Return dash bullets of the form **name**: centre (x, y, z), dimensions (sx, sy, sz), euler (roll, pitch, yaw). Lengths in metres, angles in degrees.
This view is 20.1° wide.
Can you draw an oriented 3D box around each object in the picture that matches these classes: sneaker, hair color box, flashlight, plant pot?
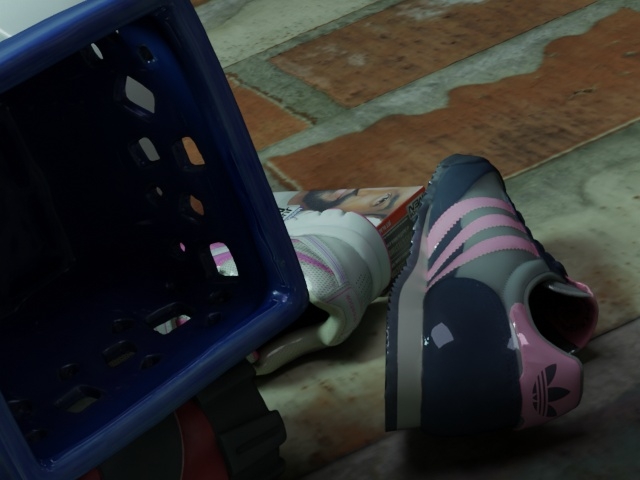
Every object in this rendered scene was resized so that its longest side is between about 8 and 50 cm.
- **sneaker**: centre (0.123, 0.037, 1.214), dimensions (0.131, 0.112, 0.319), euler (3, 29, 10)
- **hair color box**: centre (0.000, 0.000, 1.445), dimensions (0.167, 0.053, 0.093), euler (0, 27, 38)
- **sneaker**: centre (-0.077, 0.047, 1.329), dimensions (0.252, 0.103, 0.111), euler (-14, 20, 15)
- **flashlight**: centre (-0.169, 0.167, 1.104), dimensions (0.304, 0.103, 0.103), euler (-25, 56, -25)
- **plant pot**: centre (-0.183, -0.006, 1.111), dimensions (0.236, 0.236, 0.212), euler (-34, 20, -32)

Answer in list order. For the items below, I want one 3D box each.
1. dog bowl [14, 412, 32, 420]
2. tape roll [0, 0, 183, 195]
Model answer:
- **dog bowl**: centre (-0.317, 0.089, 1.264), dimensions (0.265, 0.104, 0.265), euler (2, 49, -2)
- **tape roll**: centre (-0.259, -0.083, 1.558), dimensions (0.286, 0.286, 0.100), euler (-4, 26, 35)
